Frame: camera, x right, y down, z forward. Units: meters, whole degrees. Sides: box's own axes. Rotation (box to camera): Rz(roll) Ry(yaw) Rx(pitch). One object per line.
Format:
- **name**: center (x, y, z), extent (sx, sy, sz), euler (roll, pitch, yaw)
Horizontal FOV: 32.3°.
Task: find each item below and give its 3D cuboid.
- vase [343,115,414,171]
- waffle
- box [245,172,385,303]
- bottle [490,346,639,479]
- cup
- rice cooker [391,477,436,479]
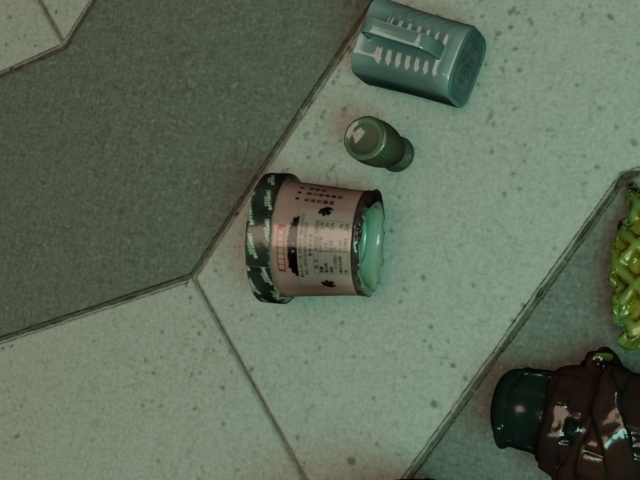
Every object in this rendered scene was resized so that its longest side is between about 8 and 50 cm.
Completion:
- **vase**: center (0.070, -0.107, 1.265), extent (0.053, 0.101, 0.053), euler (-3, 82, 25)
- **waffle**: center (0.390, 0.032, 1.097), extent (0.208, 0.054, 0.214), euler (0, 64, 27)
- **box**: center (0.000, 0.000, 1.260), extent (0.135, 0.151, 0.151), euler (3, 83, 18)
- **bottle**: center (0.302, 0.182, 1.090), extent (0.271, 0.143, 0.156), euler (10, 52, 27)
- **cup**: center (0.105, -0.217, 1.252), extent (0.129, 0.128, 0.095), euler (20, 89, 24)
- **rice cooker**: center (0.067, 0.381, 1.107), extent (0.267, 0.267, 0.224), euler (-36, 61, 16)
